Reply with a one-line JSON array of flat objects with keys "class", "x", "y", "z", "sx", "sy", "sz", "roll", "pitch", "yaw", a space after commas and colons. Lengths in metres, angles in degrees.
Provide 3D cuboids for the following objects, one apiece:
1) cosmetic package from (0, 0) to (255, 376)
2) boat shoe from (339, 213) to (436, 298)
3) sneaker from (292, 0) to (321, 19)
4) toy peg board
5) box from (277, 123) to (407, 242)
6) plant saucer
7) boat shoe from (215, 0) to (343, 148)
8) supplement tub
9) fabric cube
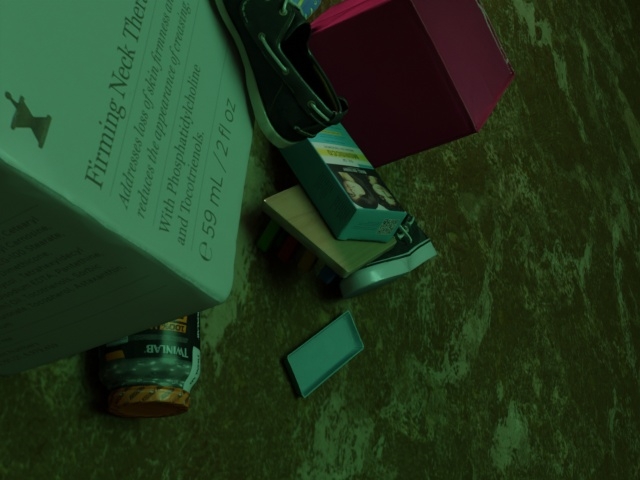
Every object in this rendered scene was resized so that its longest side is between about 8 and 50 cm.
[{"class": "cosmetic package", "x": -0.308, "y": -0.121, "z": 0.960, "sx": 0.394, "sy": 0.327, "sz": 0.329, "roll": 37, "pitch": 46, "yaw": -40}, {"class": "boat shoe", "x": 0.101, "y": 0.013, "z": 1.682, "sx": 0.306, "sy": 0.113, "sz": 0.105, "roll": -23, "pitch": 88, "yaw": -59}, {"class": "sneaker", "x": -0.045, "y": -0.361, "z": 1.637, "sx": 0.126, "sy": 0.091, "sz": 0.240, "roll": 7, "pitch": 67, "yaw": -32}, {"class": "toy peg board", "x": 0.000, "y": 0.000, "z": 1.520, "sx": 0.161, "sy": 0.079, "sz": 0.161, "roll": 40, "pitch": 31, "yaw": 13}, {"class": "box", "x": 0.022, "y": -0.101, "z": 1.548, "sx": 0.100, "sy": 0.060, "sz": 0.244, "roll": 4, "pitch": 40, "yaw": -39}, {"class": "plant saucer", "x": 0.005, "y": 0.168, "z": 1.555, "sx": 0.192, "sy": 0.018, "sz": 0.067, "roll": -31, "pitch": 101, "yaw": -57}, {"class": "boat shoe", "x": -0.044, "y": -0.212, "z": 1.023, "sx": 0.084, "sy": 0.079, "sz": 0.233, "roll": -20, "pitch": 89, "yaw": -55}, {"class": "supplement tub", "x": -0.197, "y": 0.103, "z": 1.204, "sx": 0.117, "sy": 0.117, "sz": 0.190, "roll": 23, "pitch": 57, "yaw": -49}, {"class": "fabric cube", "x": 0.132, "y": -0.292, "z": 1.737, "sx": 0.254, "sy": 0.258, "sz": 0.259, "roll": 61, "pitch": 35, "yaw": -17}]
